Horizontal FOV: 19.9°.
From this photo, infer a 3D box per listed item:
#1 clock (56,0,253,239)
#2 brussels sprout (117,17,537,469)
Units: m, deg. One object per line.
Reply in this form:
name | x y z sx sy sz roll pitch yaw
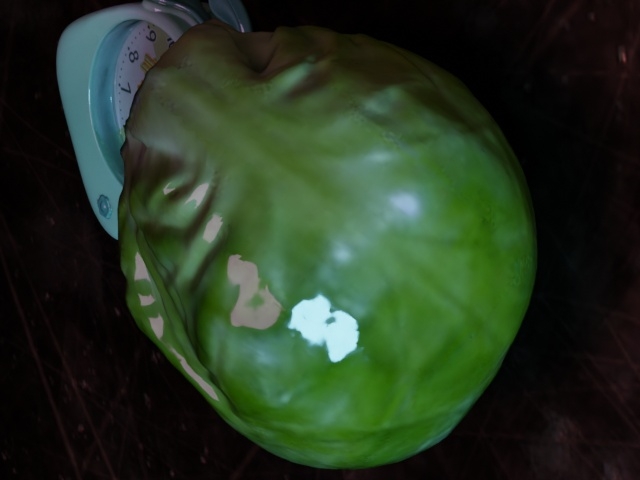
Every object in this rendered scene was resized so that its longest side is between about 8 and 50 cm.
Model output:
clock | -0.087 -0.082 1.140 0.188 0.060 0.148 -12 91 50
brussels sprout | 0.000 0.000 0.960 0.244 0.244 0.244 18 115 45
